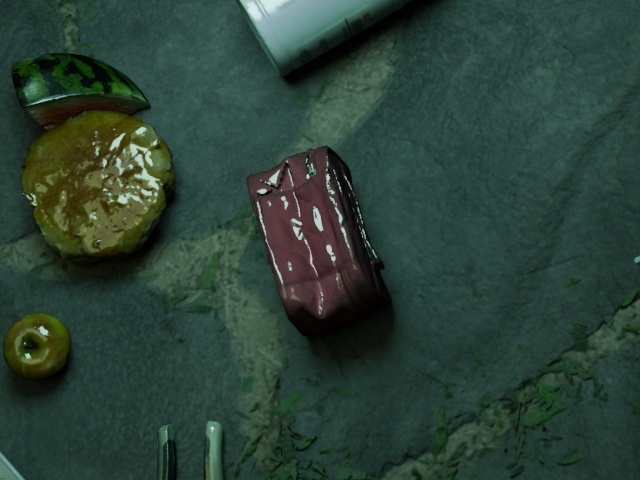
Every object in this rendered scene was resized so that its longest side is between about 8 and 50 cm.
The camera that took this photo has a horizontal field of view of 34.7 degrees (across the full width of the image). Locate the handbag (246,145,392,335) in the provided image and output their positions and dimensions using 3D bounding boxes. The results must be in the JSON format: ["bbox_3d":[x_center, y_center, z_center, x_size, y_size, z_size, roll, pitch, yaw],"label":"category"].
[{"bbox_3d":[0.000,0.000,1.284,0.136,0.146,0.225,-20,69,10],"label":"handbag"}]

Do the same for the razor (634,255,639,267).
[{"bbox_3d":[0.454,-0.027,1.260,0.068,0.037,0.191,42,77,-22],"label":"razor"}]

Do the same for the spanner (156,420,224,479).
[{"bbox_3d":[-0.158,0.381,1.238,0.096,0.040,0.324,-7,69,8],"label":"spanner"}]

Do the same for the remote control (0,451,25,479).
[{"bbox_3d":[-0.393,0.353,1.292,0.313,0.055,0.109,39,89,25],"label":"remote control"}]

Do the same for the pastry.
[{"bbox_3d":[-0.308,-0.075,1.394,0.229,0.100,0.218,26,82,13],"label":"pastry"}]

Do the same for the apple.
[{"bbox_3d":[-0.371,0.140,1.346,0.090,0.074,0.089,-3,73,9],"label":"apple"}]

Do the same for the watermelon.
[{"bbox_3d":[-0.337,-0.217,1.447,0.145,0.137,0.193,-25,26,4],"label":"watermelon"}]

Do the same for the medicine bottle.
[{"bbox_3d":[0.018,-0.351,1.397,0.254,0.152,0.152,-29,68,0],"label":"medicine bottle"}]
